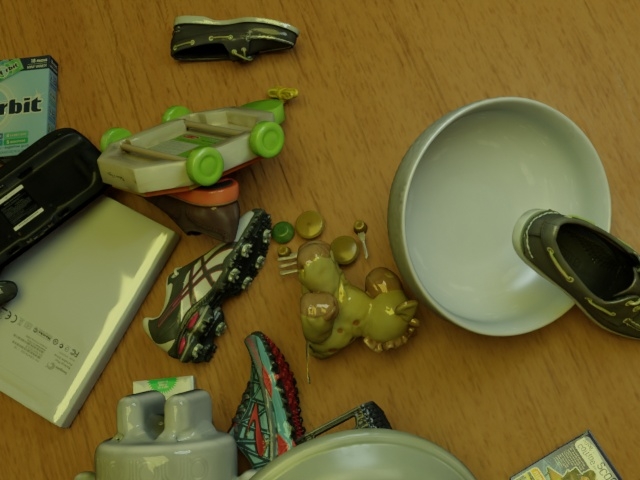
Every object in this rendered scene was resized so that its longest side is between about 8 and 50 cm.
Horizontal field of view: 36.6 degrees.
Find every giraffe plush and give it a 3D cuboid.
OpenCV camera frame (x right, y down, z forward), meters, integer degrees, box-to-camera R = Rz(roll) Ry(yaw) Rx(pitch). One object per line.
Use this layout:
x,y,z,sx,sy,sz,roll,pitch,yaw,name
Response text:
0.058,0.100,1.427,0.171,0.181,0.210,-5,93,1,giraffe plush

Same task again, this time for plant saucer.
0.053,0.444,1.250,0.401,0.100,0.400,-4,107,-12,plant saucer

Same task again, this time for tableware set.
0.000,0.000,1.542,0.154,0.024,0.104,-12,69,7,tableware set

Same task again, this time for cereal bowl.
0.243,-0.035,1.412,0.339,0.141,0.338,-1,93,-20,cereal bowl

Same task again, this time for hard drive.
-0.415,0.093,1.574,0.233,0.047,0.353,27,81,16,hard drive

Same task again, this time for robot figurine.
-0.214,0.389,1.358,0.300,0.200,0.353,-5,86,17,robot figurine

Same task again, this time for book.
-0.238,0.287,1.498,0.096,0.035,0.144,-7,72,4,book

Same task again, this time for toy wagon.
-0.172,-0.162,1.524,0.344,0.068,0.267,-27,28,-34,toy wagon

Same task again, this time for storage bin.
0.047,0.298,1.364,0.122,0.180,0.084,-28,73,1,storage bin

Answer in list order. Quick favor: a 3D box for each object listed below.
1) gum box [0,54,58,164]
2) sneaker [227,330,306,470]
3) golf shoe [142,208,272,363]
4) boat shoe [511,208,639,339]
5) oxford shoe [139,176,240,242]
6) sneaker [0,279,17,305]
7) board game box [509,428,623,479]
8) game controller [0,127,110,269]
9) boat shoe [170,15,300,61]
-0.542,-0.226,1.689,0.157,0.041,0.184,-5,74,8,gum box
-0.095,0.266,1.440,0.125,0.104,0.261,-16,72,7,sneaker
-0.176,0.056,1.515,0.120,0.105,0.272,27,80,22,golf shoe
0.406,0.057,1.349,0.305,0.091,0.109,32,83,-17,boat shoe
-0.223,-0.056,1.525,0.271,0.097,0.098,18,120,51,oxford shoe
-0.579,0.150,1.534,0.229,0.086,0.132,-18,96,-8,sneaker
0.377,0.387,1.358,0.136,0.035,0.201,-31,72,0,board game box
-0.488,-0.055,1.559,0.319,0.067,0.166,-39,64,-13,game controller
-0.146,-0.333,1.633,0.228,0.081,0.068,5,78,19,boat shoe
